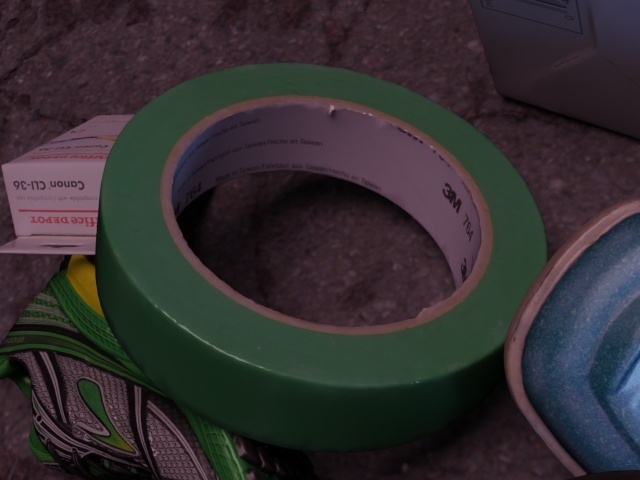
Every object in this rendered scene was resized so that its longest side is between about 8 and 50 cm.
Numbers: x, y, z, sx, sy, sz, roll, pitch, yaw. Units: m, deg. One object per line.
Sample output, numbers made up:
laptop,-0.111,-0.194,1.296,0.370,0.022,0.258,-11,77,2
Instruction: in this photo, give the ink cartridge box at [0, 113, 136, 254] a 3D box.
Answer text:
ink cartridge box,-0.179,-0.050,1.061,0.115,0.067,0.198,0,20,20

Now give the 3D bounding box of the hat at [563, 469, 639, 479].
hat,0.151,0.281,0.619,0.331,0.134,0.331,-4,82,29

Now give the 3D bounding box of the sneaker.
sneaker,-0.126,0.143,0.967,0.146,0.134,0.343,-50,47,-4

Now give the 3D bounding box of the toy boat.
toy boat,0.206,0.150,0.773,0.318,0.267,0.148,-56,12,5

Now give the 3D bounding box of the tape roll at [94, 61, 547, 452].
tape roll,0.000,0.000,0.928,0.321,0.077,0.321,7,44,-7

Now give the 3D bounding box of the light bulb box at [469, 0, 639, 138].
light bulb box,0.277,-0.313,0.935,0.225,0.358,0.361,23,69,29
